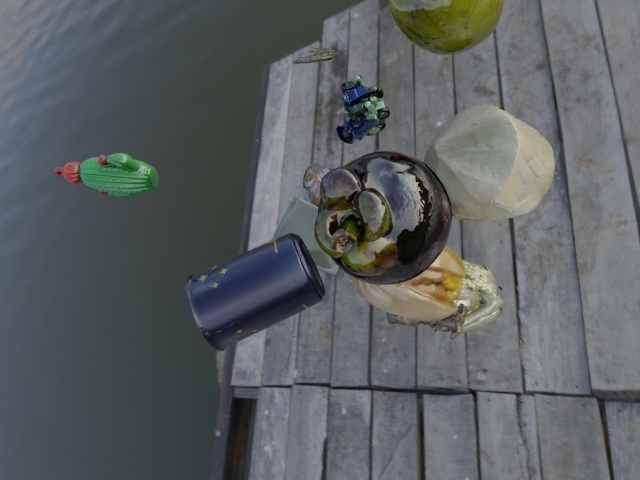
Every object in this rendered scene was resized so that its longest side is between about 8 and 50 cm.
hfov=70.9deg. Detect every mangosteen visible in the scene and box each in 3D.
[{"bbox_3d":[0.117,-0.059,0.965,0.297,0.314,0.296,-36,39,35],"label":"mangosteen"}]

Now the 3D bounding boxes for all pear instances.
[{"bbox_3d":[0.321,-0.605,1.135,0.253,0.308,0.252,5,97,48],"label":"pear"}]

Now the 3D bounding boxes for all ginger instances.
[{"bbox_3d":[0.284,0.206,1.331,0.291,0.084,0.122,8,73,33],"label":"ginger"}]

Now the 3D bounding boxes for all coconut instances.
[{"bbox_3d":[0.505,-0.229,1.431,0.416,0.415,0.344,-10,71,30],"label":"coconut"}]

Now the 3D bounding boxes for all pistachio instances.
[{"bbox_3d":[0.217,0.084,1.172,0.309,0.230,0.229,15,78,14],"label":"pistachio"}]

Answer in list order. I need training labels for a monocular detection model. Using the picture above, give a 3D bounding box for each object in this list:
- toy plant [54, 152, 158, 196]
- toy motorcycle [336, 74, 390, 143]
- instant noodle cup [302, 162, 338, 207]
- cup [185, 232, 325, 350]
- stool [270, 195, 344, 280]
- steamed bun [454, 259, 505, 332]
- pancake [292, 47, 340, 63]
[{"bbox_3d":[-0.528,-0.158,1.135,0.241,0.154,0.088,-8,62,23],"label":"toy plant"},{"bbox_3d":[0.145,-0.455,1.643,0.197,0.331,0.125,-20,74,5],"label":"toy motorcycle"},{"bbox_3d":[0.032,-0.201,1.675,0.208,0.126,0.177,-25,78,57],"label":"instant noodle cup"},{"bbox_3d":[-0.141,0.084,1.007,0.257,0.178,0.255,-25,34,2],"label":"cup"},{"bbox_3d":[0.000,0.000,1.457,0.244,0.270,0.170,28,89,5],"label":"stool"},{"bbox_3d":[0.462,0.208,1.592,0.346,0.395,0.237,47,124,40],"label":"steamed bun"},{"bbox_3d":[-0.024,-0.625,1.518,0.191,0.020,0.184,-24,38,-27],"label":"pancake"}]
